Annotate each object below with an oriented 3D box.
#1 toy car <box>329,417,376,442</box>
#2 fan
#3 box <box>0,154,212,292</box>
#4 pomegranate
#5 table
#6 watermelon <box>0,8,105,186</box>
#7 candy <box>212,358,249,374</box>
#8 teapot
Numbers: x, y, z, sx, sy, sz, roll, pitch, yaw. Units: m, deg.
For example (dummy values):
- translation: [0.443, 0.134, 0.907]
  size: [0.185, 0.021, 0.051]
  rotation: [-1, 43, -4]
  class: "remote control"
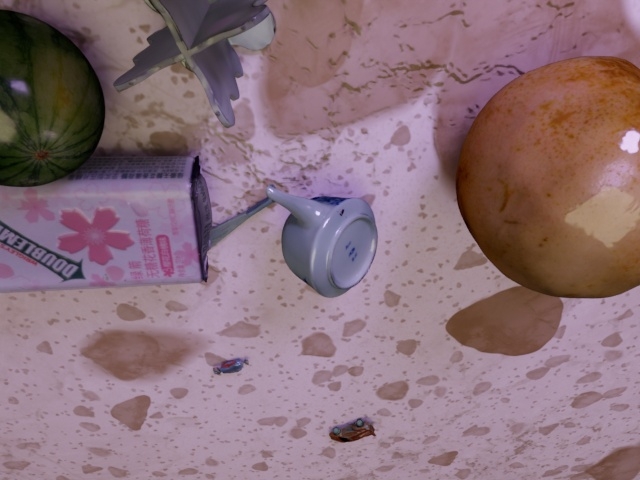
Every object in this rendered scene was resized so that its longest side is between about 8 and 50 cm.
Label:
- translation: [0.081, 0.502, 1.188]
  size: [0.121, 0.035, 0.059]
  rotation: [-25, 130, 12]
  class: "toy car"
- translation: [-0.147, -0.026, 0.757]
  size: [0.193, 0.016, 0.038]
  rotation: [-29, 128, 19]
  class: "fan"
- translation: [-0.344, -0.024, 0.657]
  size: [0.368, 0.112, 0.191]
  rotation: [-2, 127, -10]
  class: "box"
- translation: [0.336, -0.083, 0.582]
  size: [0.318, 0.319, 0.320]
  rotation: [-2, 129, -3]
  class: "pomegranate"
- translation: [-0.127, -0.224, 0.482]
  size: [0.166, 0.198, 0.167]
  rotation: [-3, 129, -3]
  class: "table"
- translation: [-0.354, -0.166, 0.527]
  size: [0.187, 0.215, 0.188]
  rotation: [-28, 152, -17]
  class: "watermelon"
- translation: [-0.193, 0.276, 0.992]
  size: [0.083, 0.020, 0.030]
  rotation: [-16, 129, 5]
  class: "candy"
- translation: [0.000, 0.000, 0.724]
  size: [0.158, 0.159, 0.232]
  rotation: [-19, 138, 11]
  class: "teapot"
